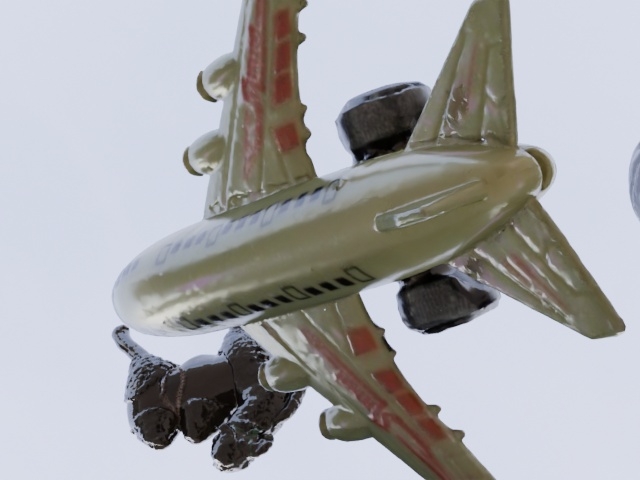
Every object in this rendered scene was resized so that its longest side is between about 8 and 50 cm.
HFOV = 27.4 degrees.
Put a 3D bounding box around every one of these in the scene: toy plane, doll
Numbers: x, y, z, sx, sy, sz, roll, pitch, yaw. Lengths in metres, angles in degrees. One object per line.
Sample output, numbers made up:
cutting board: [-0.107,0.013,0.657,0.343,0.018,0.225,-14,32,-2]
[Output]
toy plane: [0.000,0.000,0.482,0.092,0.244,0.229,-21,-88,-35]
doll: [-0.077,0.106,0.920,0.139,0.057,0.165,-17,-146,5]

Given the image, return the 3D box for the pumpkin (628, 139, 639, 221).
pumpkin: [0.358,-0.045,1.103,0.202,0.202,0.140,-3,-73,0]
